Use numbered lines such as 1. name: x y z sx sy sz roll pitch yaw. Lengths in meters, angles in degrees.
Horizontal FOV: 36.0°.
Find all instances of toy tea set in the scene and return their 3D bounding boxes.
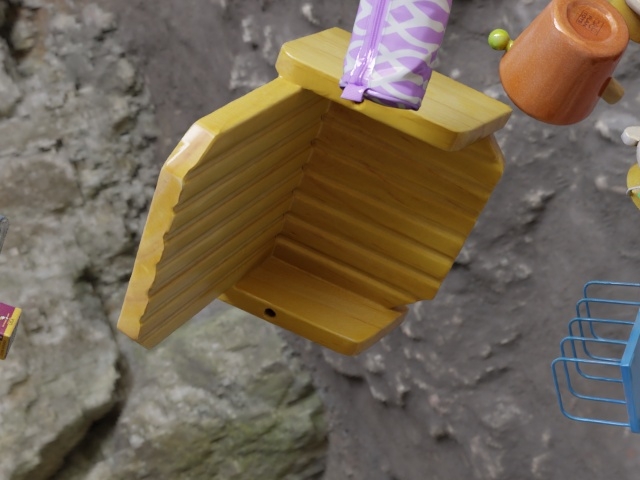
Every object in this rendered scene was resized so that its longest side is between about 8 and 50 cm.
1. toy tea set: 0.296 -0.090 0.864 0.336 0.200 0.124 63 153 21

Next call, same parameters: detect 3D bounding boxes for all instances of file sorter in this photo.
1. file sorter: 0.384 0.147 1.307 0.104 0.170 0.118 3 128 31

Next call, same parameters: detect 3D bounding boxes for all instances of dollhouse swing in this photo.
1. dollhouse swing: 0.000 0.000 1.083 0.305 0.315 0.347 -64 -2 -55

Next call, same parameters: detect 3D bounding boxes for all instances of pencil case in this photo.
1. pencil case: 0.076 -0.221 0.899 0.086 0.088 0.206 14 95 26

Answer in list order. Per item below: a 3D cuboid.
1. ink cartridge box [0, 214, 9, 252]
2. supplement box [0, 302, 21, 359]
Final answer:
1. ink cartridge box: -0.282 0.024 0.526 0.082 0.190 0.140 -168 97 -78
2. supplement box: -0.394 0.096 1.137 0.055 0.083 0.043 120 166 -47
